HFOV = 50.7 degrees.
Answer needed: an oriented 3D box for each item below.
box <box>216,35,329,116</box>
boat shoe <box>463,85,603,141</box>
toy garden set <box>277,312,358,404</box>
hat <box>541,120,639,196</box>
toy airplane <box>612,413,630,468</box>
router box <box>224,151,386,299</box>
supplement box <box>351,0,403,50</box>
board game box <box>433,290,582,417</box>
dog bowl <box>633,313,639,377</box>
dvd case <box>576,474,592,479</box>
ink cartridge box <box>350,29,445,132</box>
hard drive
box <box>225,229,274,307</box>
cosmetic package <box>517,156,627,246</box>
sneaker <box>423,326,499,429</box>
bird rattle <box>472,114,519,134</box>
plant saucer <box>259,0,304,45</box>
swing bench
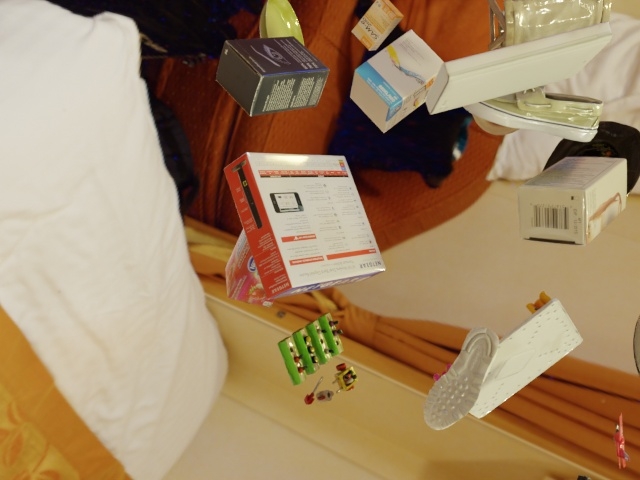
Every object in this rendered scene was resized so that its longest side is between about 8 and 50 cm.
[{"bbox_3d":[-0.111,-0.384,1.561,0.207,0.153,0.108,-17,144,-38],"label":"box"},{"bbox_3d":[0.472,-0.301,1.502,0.109,0.302,0.094,-74,176,-61],"label":"boat shoe"},{"bbox_3d":[0.009,0.302,1.659,0.244,0.049,0.203,-23,93,-60],"label":"toy garden set"},{"bbox_3d":[0.755,-0.158,1.847,0.134,0.331,0.331,33,77,-34],"label":"hat"},{"bbox_3d":[0.753,0.515,1.696,0.151,0.028,0.151,-6,90,-71],"label":"toy airplane"},{"bbox_3d":[-0.026,-0.042,1.504,0.335,0.082,0.301,-5,73,-50],"label":"router box"},{"bbox_3d":[0.124,-0.471,1.467,0.098,0.062,0.036,-47,171,32],"label":"supplement box"},{"bbox_3d":[0.532,0.332,1.894,0.390,0.050,0.390,-40,143,8],"label":"board game box"},{"bbox_3d":[0.866,0.209,1.371,0.408,0.408,0.150,-60,153,-19],"label":"dog bowl"},{"bbox_3d":[0.575,0.627,1.395,0.238,0.030,0.179,45,62,-23],"label":"dvd case"},{"bbox_3d":[0.237,-0.487,2.069,0.233,0.168,0.171,-38,168,-12],"label":"ink cartridge box"},{"bbox_3d":[0.370,-0.327,1.301,0.203,0.308,0.040,94,-19,-82],"label":"hard drive"},{"bbox_3d":[-0.140,0.028,1.700,0.256,0.123,0.128,-62,-155,28],"label":"box"},{"bbox_3d":[0.574,-0.095,1.524,0.296,0.153,0.129,-26,115,-46],"label":"cosmetic package"},{"bbox_3d":[0.297,0.293,1.398,0.235,0.090,0.095,-52,159,-11],"label":"sneaker"},{"bbox_3d":[0.481,-0.389,1.848,0.143,0.254,0.206,-45,121,-67],"label":"bird rattle"},{"bbox_3d":[-0.107,-0.544,1.832,0.241,0.037,0.240,-6,90,-68],"label":"plant saucer"},{"bbox_3d":[0.583,-0.575,1.757,0.254,0.253,0.165,-87,168,-66],"label":"swing bench"}]
